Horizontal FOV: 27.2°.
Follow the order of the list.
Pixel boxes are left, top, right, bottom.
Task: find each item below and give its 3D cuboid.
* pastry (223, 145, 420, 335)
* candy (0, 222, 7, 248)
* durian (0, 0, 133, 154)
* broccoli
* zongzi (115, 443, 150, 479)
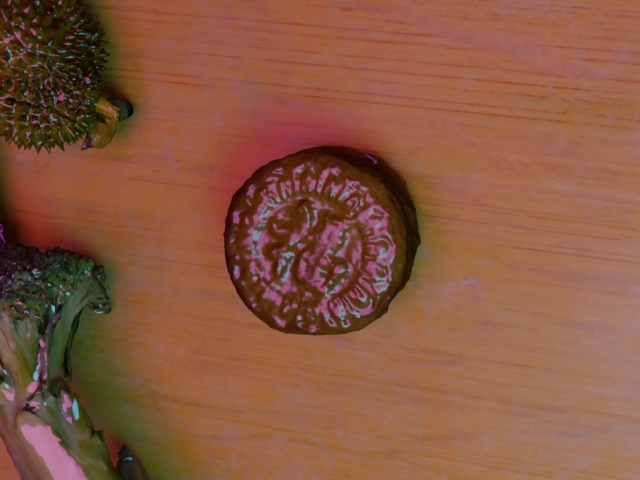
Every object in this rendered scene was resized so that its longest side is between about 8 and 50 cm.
[{"bbox_3d":[0.000,0.000,1.263,0.189,0.103,0.188,2,98,18],"label":"pastry"},{"bbox_3d":[-0.457,-0.048,1.420,0.275,0.070,0.145,-2,90,22],"label":"candy"},{"bbox_3d":[-0.294,-0.173,1.309,0.159,0.146,0.198,-17,89,20],"label":"durian"},{"bbox_3d":[-0.261,0.159,1.293,0.361,0.221,0.252,37,101,14],"label":"broccoli"},{"bbox_3d":[-0.224,0.338,1.388,0.194,0.099,0.197,-32,77,18],"label":"zongzi"}]
